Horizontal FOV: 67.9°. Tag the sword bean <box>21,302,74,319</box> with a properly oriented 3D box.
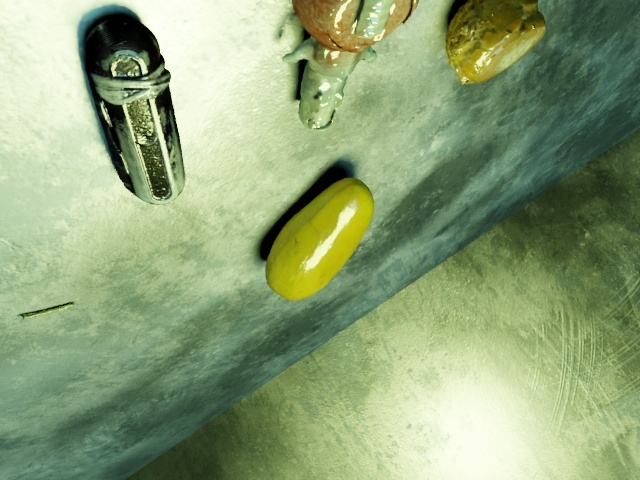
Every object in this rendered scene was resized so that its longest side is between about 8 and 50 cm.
[{"bbox_3d":[-0.463,0.120,0.811,0.083,0.012,0.012,-14,151,-42],"label":"sword bean"}]

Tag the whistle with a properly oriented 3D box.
[{"bbox_3d":[0.025,-0.255,0.574,0.142,0.134,0.346,-34,167,-23],"label":"whistle"}]

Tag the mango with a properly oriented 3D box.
[{"bbox_3d":[0.003,0.002,1.029,0.331,0.142,0.195,-47,159,22],"label":"mango"}]

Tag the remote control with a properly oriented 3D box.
[{"bbox_3d":[-0.211,-0.132,0.569,0.090,0.066,0.266,-28,157,-24],"label":"remote control"}]

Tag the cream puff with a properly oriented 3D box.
[{"bbox_3d":[0.267,-0.330,0.749,0.165,0.115,0.150,-27,165,-40],"label":"cream puff"}]
